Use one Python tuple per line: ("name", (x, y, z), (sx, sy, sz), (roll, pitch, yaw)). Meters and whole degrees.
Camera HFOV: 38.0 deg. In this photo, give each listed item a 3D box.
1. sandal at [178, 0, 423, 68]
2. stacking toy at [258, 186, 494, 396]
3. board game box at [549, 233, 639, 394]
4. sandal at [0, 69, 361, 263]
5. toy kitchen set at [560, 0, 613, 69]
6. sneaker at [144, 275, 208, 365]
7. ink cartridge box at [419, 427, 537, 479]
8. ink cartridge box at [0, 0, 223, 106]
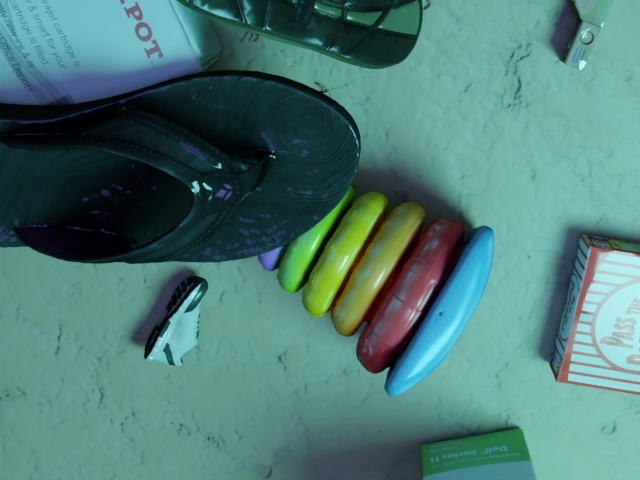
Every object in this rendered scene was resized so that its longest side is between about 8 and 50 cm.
("sandal", (-0.044, -0.227, 0.786), (0.303, 0.086, 0.120), (22, 96, -37))
("stacking toy", (0.000, 0.000, 0.872), (0.302, 0.166, 0.175), (30, 92, 5))
("board game box", (0.339, 0.081, 0.917), (0.194, 0.045, 0.146), (8, 108, 1))
("sandal", (-0.188, -0.039, 0.759), (0.446, 0.107, 0.167), (-3, 119, 1))
("toy kitchen set", (0.210, -0.199, 0.824), (0.083, 0.068, 0.075), (19, 108, -2))
("sneaker", (-0.140, 0.084, 0.958), (0.044, 0.040, 0.109), (25, 112, -21))
("ink cartridge box", (0.167, 0.354, 0.854), (0.119, 0.353, 0.207), (-10, 106, 7))
("ink cartridge box", (-0.274, -0.199, 0.823), (0.308, 0.129, 0.223), (-22, 105, 10))
